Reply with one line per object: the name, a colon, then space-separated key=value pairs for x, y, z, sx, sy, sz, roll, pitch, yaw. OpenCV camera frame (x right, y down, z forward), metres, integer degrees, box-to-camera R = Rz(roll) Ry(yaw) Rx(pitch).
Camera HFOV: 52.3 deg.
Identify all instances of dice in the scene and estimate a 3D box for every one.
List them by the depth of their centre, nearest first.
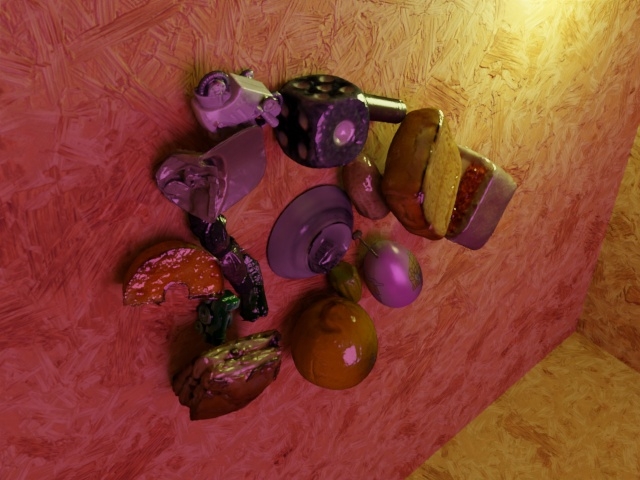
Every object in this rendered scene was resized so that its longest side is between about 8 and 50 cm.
dice: x=0.001 y=-0.292 z=1.597 sx=0.181 sy=0.183 sz=0.182 roll=-21 pitch=132 yaw=-33

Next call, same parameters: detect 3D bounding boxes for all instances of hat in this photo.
hat: x=-0.247 y=-0.173 z=1.497 sx=0.245 sy=0.149 sz=0.214 roll=-50 pitch=156 yaw=-34

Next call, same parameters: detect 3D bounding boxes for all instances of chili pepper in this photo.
chili pepper: x=-0.197 y=0.126 z=1.830 sx=0.088 sy=0.059 sz=0.227 roll=-20 pitch=130 yaw=-20

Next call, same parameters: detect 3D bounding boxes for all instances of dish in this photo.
dish: x=0.000 y=0.000 z=1.893 sx=0.316 sy=0.106 sz=0.317 roll=-28 pitch=137 yaw=-30

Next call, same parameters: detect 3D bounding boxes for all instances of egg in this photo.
egg: x=0.235 y=0.111 z=2.160 sx=0.196 sy=0.196 sz=0.271 roll=-52 pitch=140 yaw=-1

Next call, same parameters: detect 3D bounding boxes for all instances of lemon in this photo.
lemon: x=0.044 y=0.325 z=2.065 sx=0.297 sy=0.297 sz=0.297 roll=-27 pitch=136 yaw=-30

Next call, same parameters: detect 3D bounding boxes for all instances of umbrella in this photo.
umbrella: x=-0.245 y=0.027 z=1.666 sx=0.094 sy=0.090 sz=0.326 roll=-39 pitch=139 yaw=-13

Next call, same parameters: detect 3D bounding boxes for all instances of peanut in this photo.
peanut: x=0.132 y=-0.158 z=1.898 sx=0.122 sy=0.137 sz=0.253 roll=-14 pitch=147 yaw=19

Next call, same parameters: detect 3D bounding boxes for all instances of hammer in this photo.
hammer: x=0.145 y=0.015 z=2.059 sx=0.035 sy=0.110 sz=0.019 roll=-37 pitch=162 yaw=-22

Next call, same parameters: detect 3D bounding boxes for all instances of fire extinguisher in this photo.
fire extinguisher: x=0.123 y=-0.370 z=1.761 sx=0.267 sy=0.072 sz=0.089 roll=-3 pitch=90 yaw=-45

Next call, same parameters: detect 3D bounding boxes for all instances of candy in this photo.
candy: x=0.091 y=0.149 z=2.128 sx=0.096 sy=0.096 sz=0.209 roll=-44 pitch=148 yaw=-11

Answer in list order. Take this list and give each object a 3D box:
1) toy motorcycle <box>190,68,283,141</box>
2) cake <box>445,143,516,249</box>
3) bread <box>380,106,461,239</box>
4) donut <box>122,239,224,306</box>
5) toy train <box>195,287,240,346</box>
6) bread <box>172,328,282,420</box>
toy motorcycle: x=-0.198 y=-0.293 z=1.462 sx=0.171 sy=0.110 sz=0.260 roll=-47 pitch=154 yaw=23
cake: x=0.477 y=-0.143 z=2.182 sx=0.230 sy=0.237 sz=0.309 roll=12 pitch=108 yaw=-54
bread: x=0.297 y=-0.183 z=1.915 sx=0.328 sy=0.147 sz=0.337 roll=44 pitch=58 yaw=-57
donut: x=-0.344 y=0.067 z=1.559 sx=0.258 sy=0.101 sz=0.152 roll=0 pitch=119 yaw=-31
toy train: x=-0.280 y=0.206 z=1.766 sx=0.071 sy=0.104 sz=0.178 roll=-12 pitch=129 yaw=-46
bread: x=-0.244 y=0.378 z=1.791 sx=0.277 sy=0.167 sz=0.324 roll=-16 pitch=164 yaw=-38
